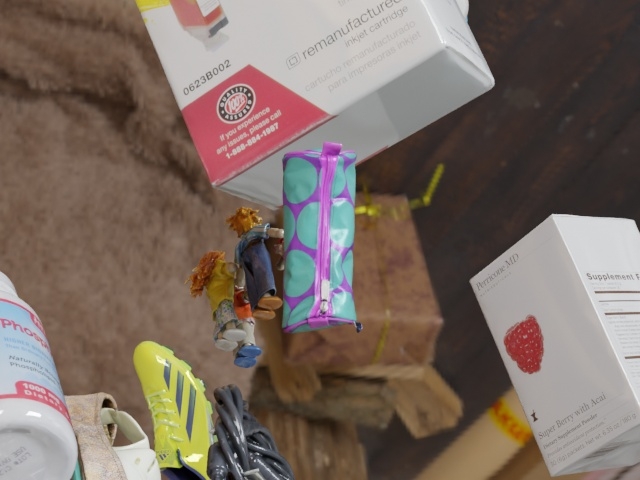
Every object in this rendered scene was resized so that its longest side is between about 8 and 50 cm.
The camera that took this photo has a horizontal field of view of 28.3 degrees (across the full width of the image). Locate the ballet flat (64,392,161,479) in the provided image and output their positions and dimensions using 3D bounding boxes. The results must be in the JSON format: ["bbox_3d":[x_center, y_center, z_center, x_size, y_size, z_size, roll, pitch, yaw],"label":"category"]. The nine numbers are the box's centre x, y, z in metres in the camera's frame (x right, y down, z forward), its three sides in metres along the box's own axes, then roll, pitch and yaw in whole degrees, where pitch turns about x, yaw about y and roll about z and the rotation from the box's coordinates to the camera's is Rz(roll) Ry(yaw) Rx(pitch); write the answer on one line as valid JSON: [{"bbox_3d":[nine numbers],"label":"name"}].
[{"bbox_3d":[-0.244,0.256,1.467,0.106,0.316,0.107,-10,115,-17],"label":"ballet flat"}]

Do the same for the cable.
[{"bbox_3d":[-0.048,0.203,1.026,0.047,0.150,0.184,-26,129,4],"label":"cable"}]

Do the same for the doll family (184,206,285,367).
[{"bbox_3d":[-0.103,0.045,1.766,0.118,0.163,0.263,15,135,-34],"label":"doll family"}]

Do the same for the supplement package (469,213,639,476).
[{"bbox_3d":[0.356,0.135,1.667,0.175,0.293,0.177,2,147,-39],"label":"supplement package"}]

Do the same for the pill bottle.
[{"bbox_3d":[-0.203,0.085,0.765,0.087,0.160,0.087,-12,128,-16],"label":"pill bottle"}]

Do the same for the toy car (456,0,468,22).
[{"bbox_3d":[0.100,-0.217,1.440,0.136,0.159,0.182,36,78,-34],"label":"toy car"}]

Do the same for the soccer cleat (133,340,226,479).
[{"bbox_3d":[-0.224,0.294,1.980,0.093,0.121,0.289,-21,98,51],"label":"soccer cleat"}]

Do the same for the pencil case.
[{"bbox_3d":[0.000,0.000,1.041,0.064,0.151,0.070,1,173,-11],"label":"pencil case"}]

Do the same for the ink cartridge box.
[{"bbox_3d":[-0.038,-0.269,1.314,0.279,0.384,0.160,-30,161,19],"label":"ink cartridge box"}]
